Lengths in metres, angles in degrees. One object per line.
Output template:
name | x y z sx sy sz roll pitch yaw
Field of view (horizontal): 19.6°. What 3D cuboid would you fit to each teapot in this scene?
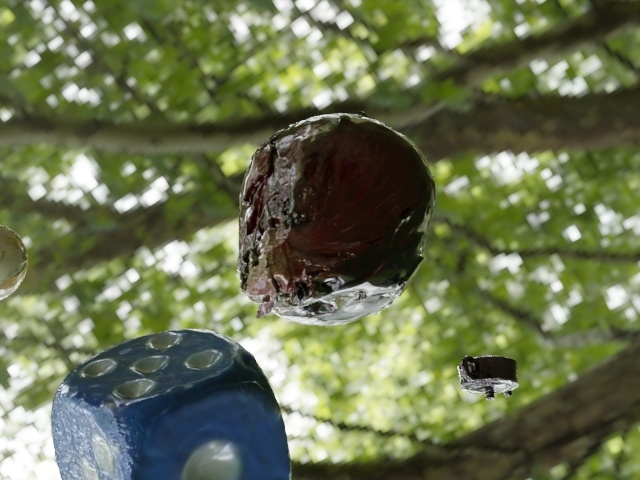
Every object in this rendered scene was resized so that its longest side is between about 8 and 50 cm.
teapot | 0.186 0.155 2.067 0.100 0.068 0.045 24 -124 -50

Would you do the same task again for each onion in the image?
onion | 0.009 -0.012 2.078 0.221 0.281 0.281 31 -146 5

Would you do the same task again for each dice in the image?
dice | -0.112 0.157 1.400 0.143 0.146 0.146 -20 -68 -30

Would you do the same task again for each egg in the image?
egg | -0.341 0.026 1.879 0.080 0.096 0.080 14 -120 -26
